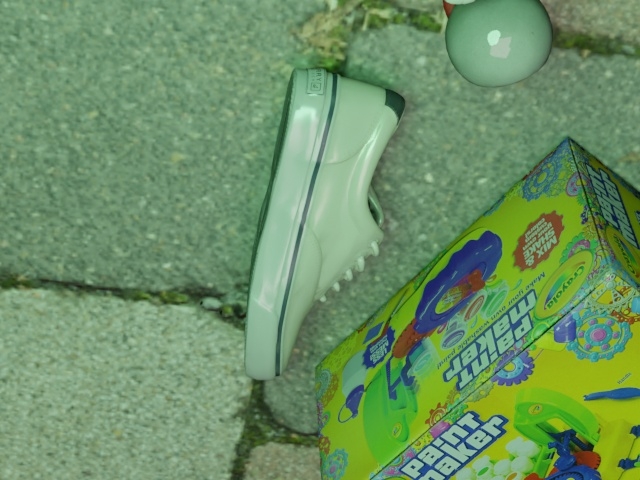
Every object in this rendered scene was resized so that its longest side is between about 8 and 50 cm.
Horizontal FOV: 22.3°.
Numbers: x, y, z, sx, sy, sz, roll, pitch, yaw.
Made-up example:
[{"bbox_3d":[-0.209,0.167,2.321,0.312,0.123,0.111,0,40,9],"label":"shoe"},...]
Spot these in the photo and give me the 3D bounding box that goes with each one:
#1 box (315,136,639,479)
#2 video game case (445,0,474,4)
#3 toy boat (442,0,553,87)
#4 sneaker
[{"bbox_3d":[0.195,0.132,1.233,0.279,0.177,0.290,35,117,-25],"label":"box"},{"bbox_3d":[0.065,-0.261,0.948,0.022,0.173,0.190,-6,126,-14],"label":"video game case"},{"bbox_3d":[0.174,-0.241,0.985,0.267,0.148,0.318,24,120,-19],"label":"toy boat"},{"bbox_3d":[0.000,0.000,1.178,0.091,0.094,0.258,11,123,-5],"label":"sneaker"}]
